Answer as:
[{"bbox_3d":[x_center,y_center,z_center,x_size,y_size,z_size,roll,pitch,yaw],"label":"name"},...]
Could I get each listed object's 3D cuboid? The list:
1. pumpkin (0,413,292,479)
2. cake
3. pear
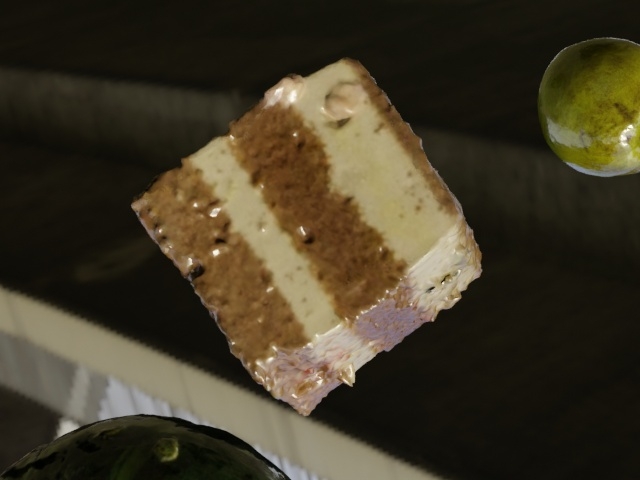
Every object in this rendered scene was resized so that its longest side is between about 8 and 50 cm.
[{"bbox_3d":[-0.112,0.263,1.123,0.300,0.300,0.207,-5,-173,28],"label":"pumpkin"},{"bbox_3d":[0.000,0.000,1.774,0.290,0.282,0.256,-34,166,2],"label":"cake"},{"bbox_3d":[0.217,-0.098,1.243,0.107,0.107,0.131,-18,-142,-11],"label":"pear"}]
